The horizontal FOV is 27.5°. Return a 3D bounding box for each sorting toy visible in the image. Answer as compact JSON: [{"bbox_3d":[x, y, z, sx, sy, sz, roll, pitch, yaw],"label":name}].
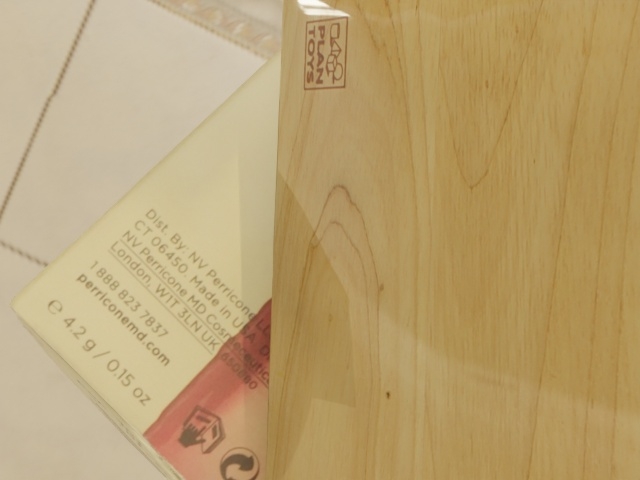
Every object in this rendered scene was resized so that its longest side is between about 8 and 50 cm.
[{"bbox_3d":[0.090,0.043,0.363,0.089,0.255,0.257,1,93,-34],"label":"sorting toy"}]

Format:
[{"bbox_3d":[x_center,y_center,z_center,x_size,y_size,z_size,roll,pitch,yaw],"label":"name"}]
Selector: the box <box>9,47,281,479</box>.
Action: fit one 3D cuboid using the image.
[{"bbox_3d":[0.000,0.000,0.559,0.127,0.148,0.232,45,78,2],"label":"box"}]
